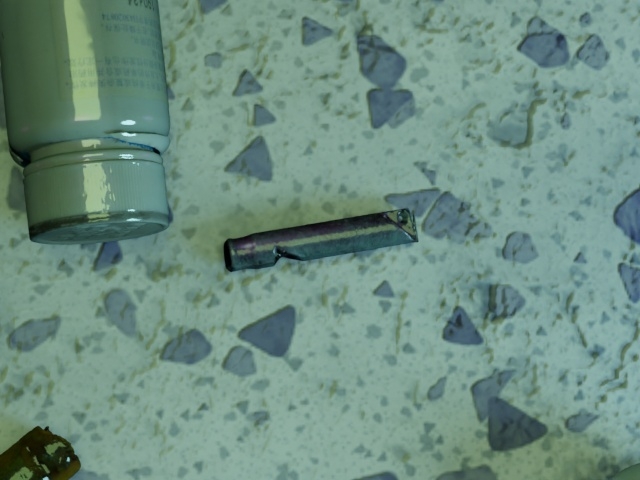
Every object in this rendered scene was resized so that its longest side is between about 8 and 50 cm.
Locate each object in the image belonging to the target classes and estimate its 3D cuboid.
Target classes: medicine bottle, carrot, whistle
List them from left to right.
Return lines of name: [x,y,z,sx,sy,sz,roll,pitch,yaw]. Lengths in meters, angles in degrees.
carrot: [-0.317,0.252,1.385,0.260,0.070,0.070,-40,87,-10]
medicine bottle: [-0.203,-0.131,1.407,0.143,0.143,0.258,-6,82,-6]
whistle: [0.000,0.000,1.465,0.176,0.033,0.033,-10,83,-6]

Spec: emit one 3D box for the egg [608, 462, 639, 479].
egg: [0.321,0.280,1.399,0.209,0.151,0.151,42,81,-7]
